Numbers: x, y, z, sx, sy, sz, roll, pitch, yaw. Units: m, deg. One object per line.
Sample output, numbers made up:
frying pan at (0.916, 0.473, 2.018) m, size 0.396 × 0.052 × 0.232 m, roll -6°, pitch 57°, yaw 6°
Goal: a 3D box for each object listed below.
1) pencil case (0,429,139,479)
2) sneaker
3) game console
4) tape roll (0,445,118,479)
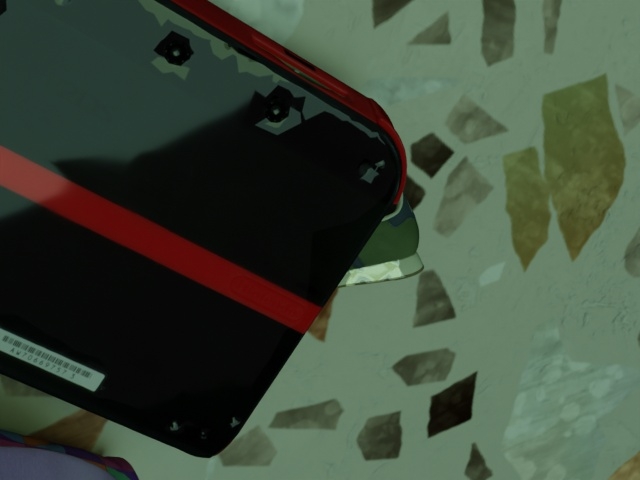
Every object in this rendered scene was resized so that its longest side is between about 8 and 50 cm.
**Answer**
pencil case at (-0.268, 0.209, 1.216) m, size 0.236 × 0.104 × 0.104 m, roll 19°, pitch 104°, yaw -36°
sneaker at (0.000, 0.000, 1.294) m, size 0.192 × 0.064 × 0.086 m, roll -10°, pitch 105°, yaw -21°
game console at (-0.150, -0.027, 1.154) m, size 0.386 × 0.060 × 0.342 m, roll 28°, pitch 104°, yaw -27°
tape roll at (-0.275, 0.274, 1.142) m, size 0.275 × 0.090 × 0.275 m, roll -10°, pitch 141°, yaw -9°
